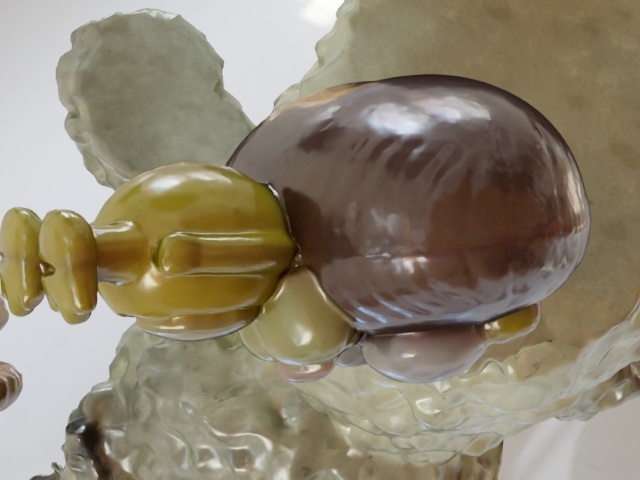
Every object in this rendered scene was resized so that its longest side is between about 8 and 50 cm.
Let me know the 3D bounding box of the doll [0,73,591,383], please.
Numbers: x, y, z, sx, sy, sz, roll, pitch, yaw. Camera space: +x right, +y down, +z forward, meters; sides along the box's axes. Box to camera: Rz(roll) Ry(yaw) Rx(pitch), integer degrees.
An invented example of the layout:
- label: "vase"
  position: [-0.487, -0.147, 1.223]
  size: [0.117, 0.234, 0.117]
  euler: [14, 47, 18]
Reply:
- label: "doll"
  position: [-0.005, 0.001, 0.559]
  size: [0.188, 0.145, 0.096]
  euler: [-9, -88, -8]

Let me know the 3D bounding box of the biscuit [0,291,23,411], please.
- label: "biscuit"
  position: [-0.256, 0.060, 0.867]
  size: [0.220, 0.220, 0.066]
  euler: [-6, -87, -33]

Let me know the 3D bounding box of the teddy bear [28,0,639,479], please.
- label: "teddy bear"
  position: [0.021, -0.004, 0.839]
  size: [0.327, 0.362, 0.375]
  euler: [19, -115, -15]
